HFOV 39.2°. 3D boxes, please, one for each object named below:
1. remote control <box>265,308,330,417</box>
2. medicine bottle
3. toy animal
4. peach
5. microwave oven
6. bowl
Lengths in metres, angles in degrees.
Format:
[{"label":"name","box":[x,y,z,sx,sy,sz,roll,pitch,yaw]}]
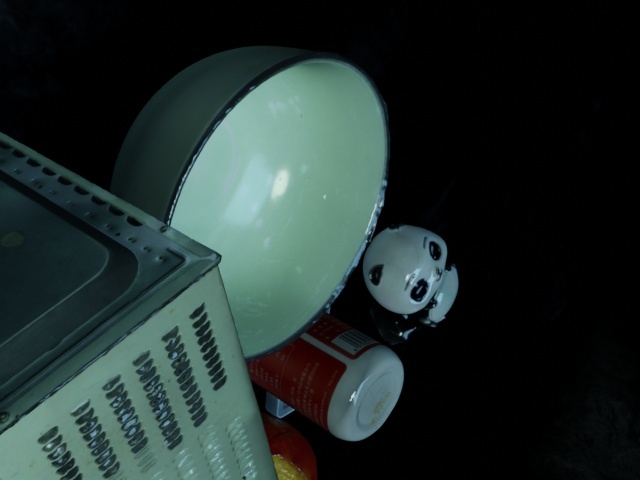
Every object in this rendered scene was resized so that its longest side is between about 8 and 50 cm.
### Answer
[{"label":"remote control","box":[-0.032,0.149,1.359,0.103,0.034,0.250,-22,129,-45]},{"label":"medicine bottle","box":[-0.021,0.152,1.180,0.131,0.250,0.131,-32,135,-38]},{"label":"toy animal","box":[0.140,0.064,1.440,0.179,0.138,0.166,62,45,-57]},{"label":"peach","box":[-0.106,0.328,1.243,0.190,0.192,0.190,-20,116,-48]},{"label":"microwave oven","box":[-0.266,0.109,0.688,0.247,0.394,0.333,-42,141,-29]},{"label":"bowl","box":[-0.099,-0.058,0.989,0.354,0.185,0.353,-33,136,-38]}]
